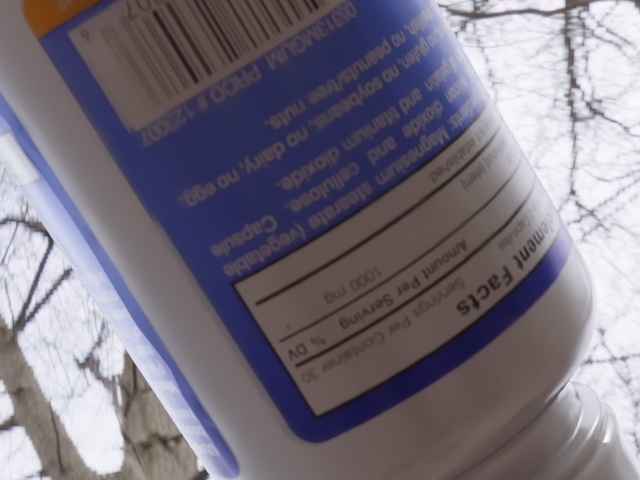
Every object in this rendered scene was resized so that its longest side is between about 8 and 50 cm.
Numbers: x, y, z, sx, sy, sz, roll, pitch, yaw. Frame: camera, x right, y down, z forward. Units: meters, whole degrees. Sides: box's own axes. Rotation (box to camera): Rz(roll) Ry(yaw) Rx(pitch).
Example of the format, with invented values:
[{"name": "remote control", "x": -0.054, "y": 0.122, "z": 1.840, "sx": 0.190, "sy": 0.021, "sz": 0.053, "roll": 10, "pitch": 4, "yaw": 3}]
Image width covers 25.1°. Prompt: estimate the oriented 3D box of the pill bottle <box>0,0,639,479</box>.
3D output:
[{"name": "pill bottle", "x": 0.000, "y": 0.000, "z": 0.495, "sx": 0.152, "sy": 0.152, "sz": 0.272, "roll": -33, "pitch": -78, "yaw": -5}]
